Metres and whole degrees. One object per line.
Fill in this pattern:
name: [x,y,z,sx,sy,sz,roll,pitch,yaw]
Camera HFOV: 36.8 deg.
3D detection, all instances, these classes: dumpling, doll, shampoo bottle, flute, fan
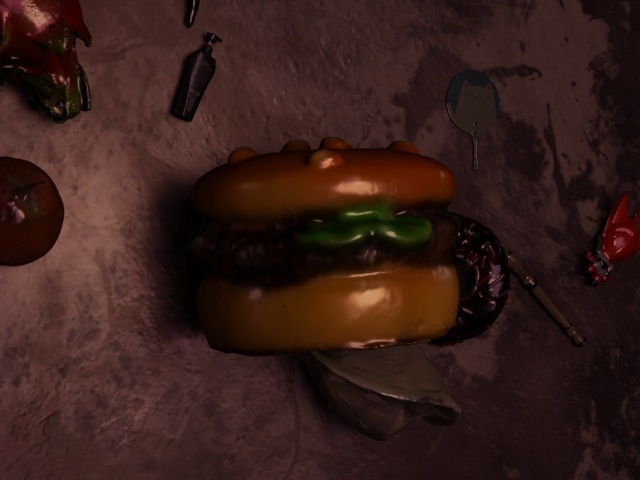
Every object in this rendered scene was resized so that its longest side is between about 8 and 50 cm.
dumpling: [0.084,0.223,1.449,0.243,0.227,0.175,-5,95,-17]
doll: [0.540,0.010,1.768,0.109,0.057,0.169,47,69,-20]
shampoo bottle: [-0.184,-0.245,1.436,0.048,0.027,0.137,26,77,-37]
flute: [0.399,0.105,1.714,0.233,0.027,0.027,48,70,-18]
fan: [0.267,-0.209,1.668,0.113,0.005,0.175,0,89,-26]

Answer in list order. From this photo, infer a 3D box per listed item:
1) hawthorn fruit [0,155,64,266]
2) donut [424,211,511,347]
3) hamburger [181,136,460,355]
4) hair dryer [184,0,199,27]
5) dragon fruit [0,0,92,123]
hawthorn fruit: [-0.409,-0.046,1.244,0.149,0.189,0.149,1,70,-2]
donut: [0.218,0.065,1.593,0.235,0.089,0.235,1,89,-28]
hamburger: [0.000,0.000,1.344,0.396,0.396,0.277,-3,90,-26]
hair dryer: [-0.219,-0.422,1.413,0.196,0.075,0.219,-10,101,-16]
dragon fruit: [-0.405,-0.276,1.253,0.200,0.198,0.269,-18,111,-36]
